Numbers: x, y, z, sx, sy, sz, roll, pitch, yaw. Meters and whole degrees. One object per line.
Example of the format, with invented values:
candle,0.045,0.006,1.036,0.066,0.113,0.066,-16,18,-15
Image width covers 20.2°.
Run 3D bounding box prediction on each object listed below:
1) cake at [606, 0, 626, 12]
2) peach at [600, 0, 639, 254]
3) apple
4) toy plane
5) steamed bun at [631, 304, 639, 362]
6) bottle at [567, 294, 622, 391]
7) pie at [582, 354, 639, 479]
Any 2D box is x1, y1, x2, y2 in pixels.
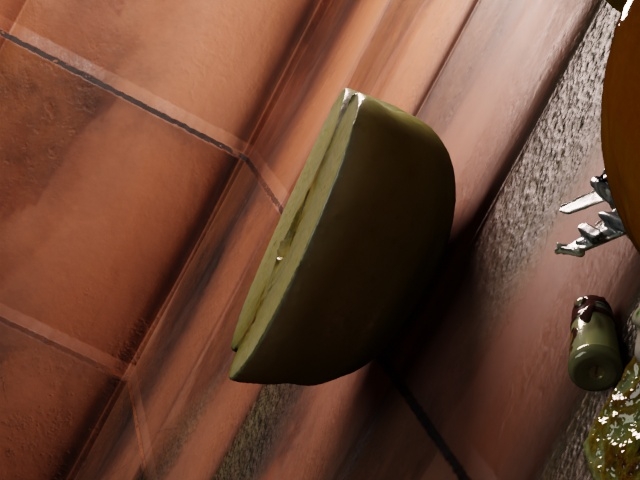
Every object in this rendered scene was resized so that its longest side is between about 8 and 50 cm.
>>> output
cake,0.345,-0.328,1.670,0.260,0.179,0.156,-53,16,33
peach,0.326,-0.078,0.965,0.343,0.342,0.302,-120,53,-74
apple,0.000,0.000,2.124,0.311,0.320,0.360,27,97,38
toy plane,0.300,-0.041,1.506,0.192,0.088,0.262,-38,13,-14
steamed bun,0.283,0.068,1.185,0.183,0.106,0.183,11,105,45
bottle,0.238,0.087,1.575,0.101,0.047,0.063,-82,13,-55
pie,0.279,0.109,1.368,0.240,0.054,0.240,-58,16,28
